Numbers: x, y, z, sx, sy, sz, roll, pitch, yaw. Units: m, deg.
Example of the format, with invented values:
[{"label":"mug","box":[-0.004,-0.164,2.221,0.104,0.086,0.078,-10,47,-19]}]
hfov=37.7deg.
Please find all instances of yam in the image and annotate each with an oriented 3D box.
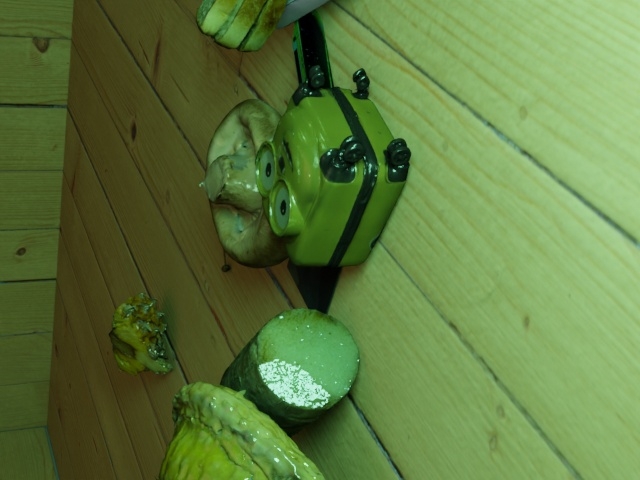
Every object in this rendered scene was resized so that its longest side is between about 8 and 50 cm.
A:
[{"label":"yam","box":[-0.058,0.212,1.424,0.268,0.161,0.161,130,132,-58]}]

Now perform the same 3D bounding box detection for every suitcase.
[{"label":"suitcase","box":[0.006,-0.091,1.265,0.194,0.143,0.235,66,146,39]}]

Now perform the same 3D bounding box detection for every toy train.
[{"label":"toy train","box":[-0.011,-0.248,1.405,0.042,0.044,0.209,140,126,-59]}]

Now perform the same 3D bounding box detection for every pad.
[{"label":"pad","box":[0.000,0.000,1.454,0.164,0.004,0.243,-120,36,-45]}]

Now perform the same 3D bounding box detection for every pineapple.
[{"label":"pineapple","box":[-0.400,0.228,2.243,0.164,0.140,0.250,21,137,20]}]

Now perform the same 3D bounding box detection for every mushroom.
[{"label":"mushroom","box":[-0.103,-0.090,1.501,0.278,0.146,0.278,-1,89,60]}]

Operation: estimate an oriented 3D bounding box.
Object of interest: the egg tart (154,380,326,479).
[{"label":"egg tart","box":[-0.114,0.387,1.386,0.388,0.169,0.388,38,151,26]}]

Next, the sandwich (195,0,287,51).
[{"label":"sandwich","box":[-0.102,-0.434,1.401,0.254,0.099,0.288,-56,29,25]}]

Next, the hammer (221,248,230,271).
[{"label":"hammer","box":[-0.192,0.002,1.853,0.029,0.014,0.123,-22,71,55]}]

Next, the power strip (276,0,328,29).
[{"label":"power strip","box":[-0.006,-0.385,1.338,0.279,0.037,0.109,-6,65,62]}]
